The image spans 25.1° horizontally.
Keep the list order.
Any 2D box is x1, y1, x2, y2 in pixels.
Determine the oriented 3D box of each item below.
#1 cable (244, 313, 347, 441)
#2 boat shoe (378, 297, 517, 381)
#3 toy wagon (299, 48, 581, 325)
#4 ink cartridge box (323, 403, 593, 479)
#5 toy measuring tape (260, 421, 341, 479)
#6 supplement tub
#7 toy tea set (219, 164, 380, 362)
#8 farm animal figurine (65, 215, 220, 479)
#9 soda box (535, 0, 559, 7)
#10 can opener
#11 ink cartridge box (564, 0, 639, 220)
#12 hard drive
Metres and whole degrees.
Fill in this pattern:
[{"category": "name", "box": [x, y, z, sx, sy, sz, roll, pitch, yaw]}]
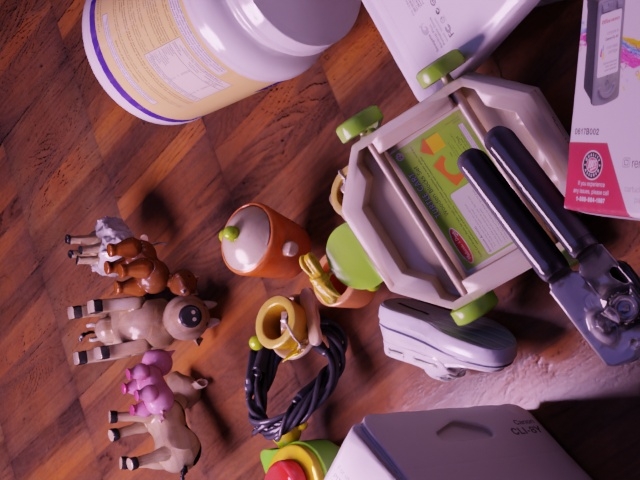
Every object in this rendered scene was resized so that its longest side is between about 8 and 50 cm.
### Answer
[{"category": "cable", "box": [-0.032, 0.179, 1.850, 0.150, 0.047, 0.184, -19, 41, 25]}, {"category": "boat shoe", "box": [0.151, 0.126, 1.681, 0.226, 0.083, 0.076, 22, 118, 58]}, {"category": "toy wagon", "box": [0.125, -0.039, 1.614, 0.344, 0.068, 0.267, -32, 91, 29]}, {"category": "ink cartridge box", "box": [0.097, 0.381, 1.569, 0.160, 0.279, 0.384, 45, 121, 38]}, {"category": "toy measuring tape", "box": [0.009, 0.362, 1.794, 0.121, 0.121, 0.330, -42, 58, 39]}, {"category": "supplement tub", "box": [-0.131, -0.302, 1.876, 0.331, 0.241, 0.241, -16, 77, 47]}, {"category": "toy tea set", "box": [0.000, 0.000, 1.776, 0.336, 0.124, 0.200, -35, 56, 31]}, {"category": "farm animal figurine", "box": [-0.237, 0.145, 2.052, 0.327, 0.172, 0.330, 19, 111, 59]}, {"category": "soda box", "box": [0.238, -0.301, 1.590, 0.216, 0.069, 0.074, -7, 84, 49]}, {"category": "can opener", "box": [0.256, 0.007, 1.499, 0.076, 0.095, 0.283, -41, 74, 19]}, {"category": "ink cartridge box", "box": [0.353, -0.169, 1.372, 0.226, 0.131, 0.306, -169, 81, -67]}, {"category": "hard drive", "box": [0.150, -0.329, 1.552, 0.233, 0.047, 0.353, 62, 148, 13]}]
